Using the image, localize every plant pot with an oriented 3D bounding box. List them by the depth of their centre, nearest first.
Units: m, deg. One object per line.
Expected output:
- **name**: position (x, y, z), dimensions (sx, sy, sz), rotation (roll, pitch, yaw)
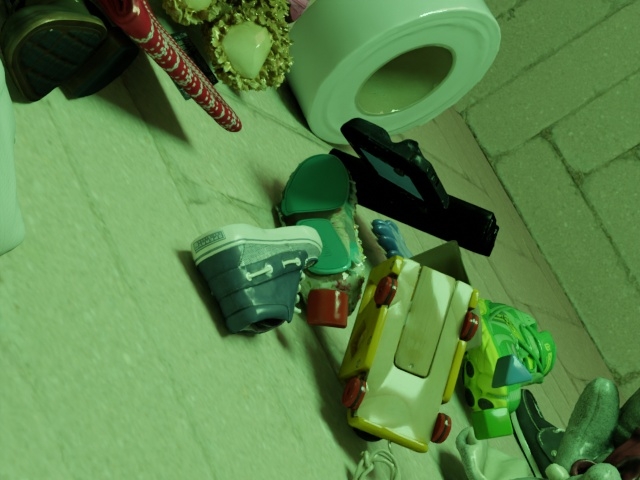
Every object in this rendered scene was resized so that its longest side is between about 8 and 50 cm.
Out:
- **plant pot**: position (0.140, 0.084, 1.452), dimensions (0.109, 0.109, 0.096), rotation (-102, 166, -53)

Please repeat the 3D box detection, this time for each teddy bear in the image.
- **teddy bear**: position (-0.114, -0.276, 1.351), dimensions (0.245, 0.113, 0.338), rotation (38, 25, -33)

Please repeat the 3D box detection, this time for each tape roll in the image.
- **tape roll**: position (0.094, -0.248, 1.611), dimensions (0.100, 0.286, 0.286), rotation (63, 16, 23)

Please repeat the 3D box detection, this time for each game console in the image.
- **game console**: position (0.087, -0.066, 1.373), dimensions (0.213, 0.044, 0.361), rotation (23, -6, 17)

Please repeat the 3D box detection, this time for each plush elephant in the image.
- **plush elephant**: position (0.283, 0.281, 1.256), dimensions (0.255, 0.330, 0.271), rotation (4, 50, -43)

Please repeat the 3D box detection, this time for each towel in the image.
- **towel**: position (-0.164, -0.204, 1.039), dimensions (0.199, 0.031, 0.275), rotation (51, 2, 19)

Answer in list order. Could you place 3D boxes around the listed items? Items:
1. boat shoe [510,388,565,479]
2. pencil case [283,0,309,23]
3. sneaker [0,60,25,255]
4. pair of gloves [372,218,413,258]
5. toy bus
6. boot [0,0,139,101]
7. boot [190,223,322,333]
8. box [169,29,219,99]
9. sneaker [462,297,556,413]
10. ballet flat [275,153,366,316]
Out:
- **boat shoe**: position (0.328, 0.297, 1.668), dimensions (0.084, 0.079, 0.233), rotation (40, 22, -45)
- **pencil case**: position (-0.089, -0.387, 1.681), dimensions (0.098, 0.095, 0.209), rotation (23, -11, 43)
- **sneaker**: position (-0.234, -0.109, 0.683), dimensions (0.129, 0.111, 0.297), rotation (64, 8, -55)
- **pair of gloves**: position (0.129, 0.055, 1.622), dimensions (0.159, 0.023, 0.198), rotation (44, 21, -43)
- **toy bus**: position (0.069, 0.119, 1.114), dimensions (0.191, 0.202, 0.104), rotation (66, -24, 5)
- **boot**: position (-0.212, -0.165, 0.892), dimensions (0.106, 0.082, 0.219), rotation (48, 5, 1)
- **boot**: position (-0.043, 0.037, 1.042), dimensions (0.190, 0.069, 0.086), rotation (1, 65, -63)
- **box**: position (-0.139, -0.181, 1.243), dimensions (0.067, 0.018, 0.083), rotation (56, 15, -8)
- **sneaker**: position (0.251, 0.145, 1.593), dimensions (0.295, 0.124, 0.109), rotation (-65, 160, -72)
- **ballet flat**: position (0.000, 0.000, 1.245), dimensions (0.241, 0.091, 0.077), rotation (-91, 176, -56)
